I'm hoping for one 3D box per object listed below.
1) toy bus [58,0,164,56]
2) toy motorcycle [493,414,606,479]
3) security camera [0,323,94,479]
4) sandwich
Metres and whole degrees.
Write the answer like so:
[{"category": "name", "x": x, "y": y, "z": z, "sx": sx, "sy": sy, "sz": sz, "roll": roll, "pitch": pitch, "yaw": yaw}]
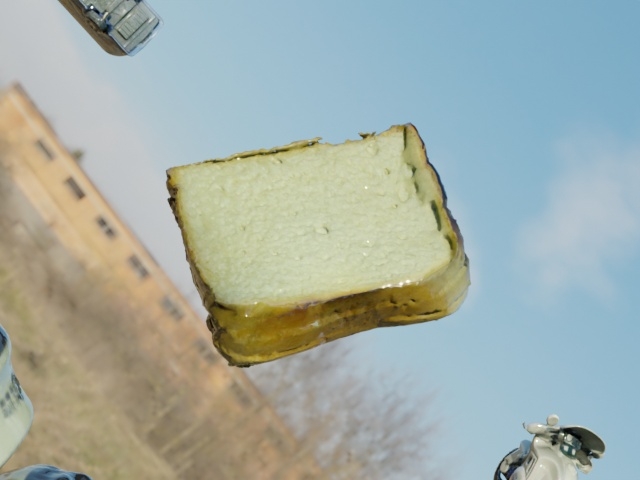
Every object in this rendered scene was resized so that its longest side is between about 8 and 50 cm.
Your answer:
[{"category": "toy bus", "x": -0.194, "y": -0.213, "z": 1.108, "sx": 0.153, "sy": 0.051, "sz": 0.061, "roll": 48, "pitch": -17, "yaw": -23}, {"category": "toy motorcycle", "x": 0.255, "y": 0.282, "z": 1.531, "sx": 0.102, "sy": 0.150, "sz": 0.221, "roll": 37, "pitch": 24, "yaw": -23}, {"category": "security camera", "x": -0.247, "y": 0.197, "z": 0.968, "sx": 0.277, "sy": 0.191, "sz": 0.197, "roll": 61, "pitch": 10, "yaw": -19}, {"category": "sandwich", "x": 0.000, "y": 0.001, "z": 1.299, "sx": 0.087, "sy": 0.251, "sz": 0.226, "roll": 87, "pitch": -14, "yaw": -45}]
